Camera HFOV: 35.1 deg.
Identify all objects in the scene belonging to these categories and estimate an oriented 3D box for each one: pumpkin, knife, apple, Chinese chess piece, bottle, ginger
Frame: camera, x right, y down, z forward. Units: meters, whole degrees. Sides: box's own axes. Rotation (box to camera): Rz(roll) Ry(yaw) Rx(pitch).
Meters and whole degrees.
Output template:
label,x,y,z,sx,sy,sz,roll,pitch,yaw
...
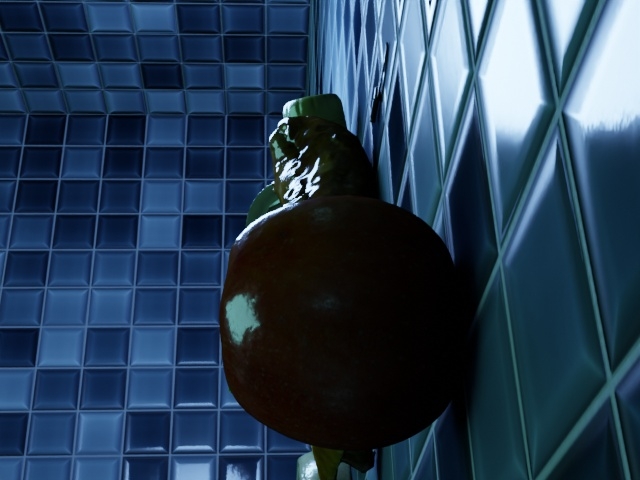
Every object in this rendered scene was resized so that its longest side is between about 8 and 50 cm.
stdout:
label,x,y,z,sx,sy,sz,roll,pitch,yaw
pumpkin,0.032,0.240,1.481,0.131,0.126,0.247,-73,-33,-81
knife,0.082,-0.219,1.423,0.170,0.010,0.023,98,172,-57
apple,0.020,0.070,0.874,0.218,0.201,0.218,-2,-90,-85
Chinese chess piece,0.008,0.541,1.999,0.250,0.101,0.250,179,90,-86
bottle,0.007,-0.131,1.841,0.112,0.112,0.260,-137,35,-86
ginger,0.011,-0.071,1.538,0.165,0.172,0.321,-48,28,21

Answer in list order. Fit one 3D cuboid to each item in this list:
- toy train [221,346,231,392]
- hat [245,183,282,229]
label,x,y,z,sx,sy,sz,roll,pitch,yaw
toy train,-0.060,0.158,1.907,0.307,0.249,0.173,-94,7,-55
hat,0.000,0.000,1.761,0.110,0.252,0.251,-29,-54,-51
